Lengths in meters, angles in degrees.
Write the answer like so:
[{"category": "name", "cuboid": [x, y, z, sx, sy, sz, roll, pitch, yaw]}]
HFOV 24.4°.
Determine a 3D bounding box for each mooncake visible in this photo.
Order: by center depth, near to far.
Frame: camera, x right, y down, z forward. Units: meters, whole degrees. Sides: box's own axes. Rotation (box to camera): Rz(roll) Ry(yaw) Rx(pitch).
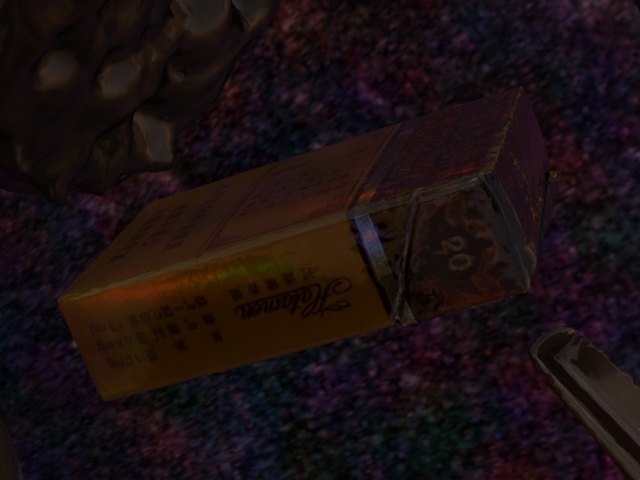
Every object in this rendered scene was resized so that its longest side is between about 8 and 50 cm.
[{"category": "mooncake", "cuboid": [-0.081, -0.121, 0.498, 0.124, 0.228, 0.228, 30, 51, 20]}]

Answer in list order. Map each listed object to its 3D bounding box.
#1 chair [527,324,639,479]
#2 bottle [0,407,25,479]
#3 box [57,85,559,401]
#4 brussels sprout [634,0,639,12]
[{"category": "chair", "cuboid": [0.179, 0.204, 0.502, 0.183, 0.175, 0.326, 19, 19, -47]}, {"category": "bottle", "cuboid": [-0.110, 0.158, 0.470, 0.082, 0.082, 0.286, -44, 141, -36]}, {"category": "box", "cuboid": [0.000, -0.001, 1.343, 0.264, 0.415, 0.116, -57, 128, -66]}, {"category": "brussels sprout", "cuboid": [0.345, -0.301, 1.178, 0.354, 0.281, 0.289, 42, 35, 7]}]
